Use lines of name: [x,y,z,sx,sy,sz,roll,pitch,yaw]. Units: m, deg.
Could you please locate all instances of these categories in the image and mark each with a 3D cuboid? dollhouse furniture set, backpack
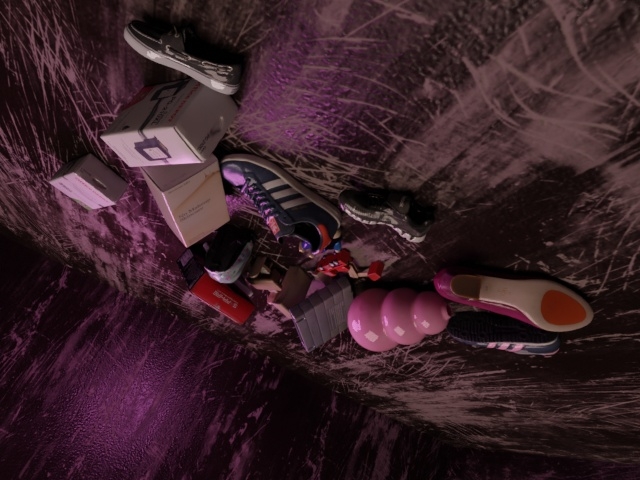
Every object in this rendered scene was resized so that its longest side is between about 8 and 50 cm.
dollhouse furniture set: [-0.176,0.182,1.557,0.242,0.160,0.212,-1,143,37]
backpack: [-0.303,0.048,1.400,0.152,0.181,0.115,10,149,20]

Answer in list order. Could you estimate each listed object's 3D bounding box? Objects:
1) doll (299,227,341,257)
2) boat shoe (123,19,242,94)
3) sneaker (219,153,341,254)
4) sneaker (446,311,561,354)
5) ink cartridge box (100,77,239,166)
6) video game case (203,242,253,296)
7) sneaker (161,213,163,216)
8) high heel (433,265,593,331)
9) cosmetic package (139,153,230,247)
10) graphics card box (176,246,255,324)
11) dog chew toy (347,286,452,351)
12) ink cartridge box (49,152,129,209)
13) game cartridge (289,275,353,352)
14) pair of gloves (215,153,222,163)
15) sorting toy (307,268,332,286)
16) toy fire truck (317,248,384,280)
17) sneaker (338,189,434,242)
doll: [0.000,0.000,1.243,0.129,0.046,0.189,32,151,-18]
boat shoe: [-0.251,-0.359,0.790,0.229,0.080,0.076,29,134,-5]
sneaker: [-0.114,-0.084,1.075,0.350,0.148,0.131,29,151,-10]
sneaker: [0.551,0.298,1.288,0.319,0.112,0.131,0,141,37]
ink cartridge box: [-0.321,-0.253,0.910,0.238,0.171,0.100,4,146,31]
video game case: [-0.351,0.110,1.602,0.201,0.023,0.183,49,177,-39]
sneaker: [-0.522,-0.079,1.495,0.084,0.031,0.035,17,151,11]
high heel: [0.494,0.139,1.113,0.378,0.127,0.181,18,180,1]
cosmetic package: [-0.348,-0.122,1.127,0.113,0.160,0.309,48,160,14]
graphics card box: [-0.405,0.161,1.599,0.233,0.094,0.371,40,174,-28]
dog chew toy: [0.249,0.238,1.327,0.332,0.206,0.207,-17,133,38]
ink cartridge box: [-0.776,-0.191,1.422,0.220,0.092,0.160,-4,142,39]
game cartridge: [0.017,0.271,1.527,0.068,0.230,0.355,48,163,29]
pair of gloves: [-0.298,-0.226,1.109,0.083,0.010,0.074,38,148,-27]
sorting toy: [-0.007,0.122,1.464,0.075,0.044,0.083,2,147,46]
toy fire truck: [0.091,0.084,1.320,0.135,0.047,0.192,33,151,-20]
sneaker: [0.160,-0.076,0.975,0.235,0.078,0.106,22,149,-7]
